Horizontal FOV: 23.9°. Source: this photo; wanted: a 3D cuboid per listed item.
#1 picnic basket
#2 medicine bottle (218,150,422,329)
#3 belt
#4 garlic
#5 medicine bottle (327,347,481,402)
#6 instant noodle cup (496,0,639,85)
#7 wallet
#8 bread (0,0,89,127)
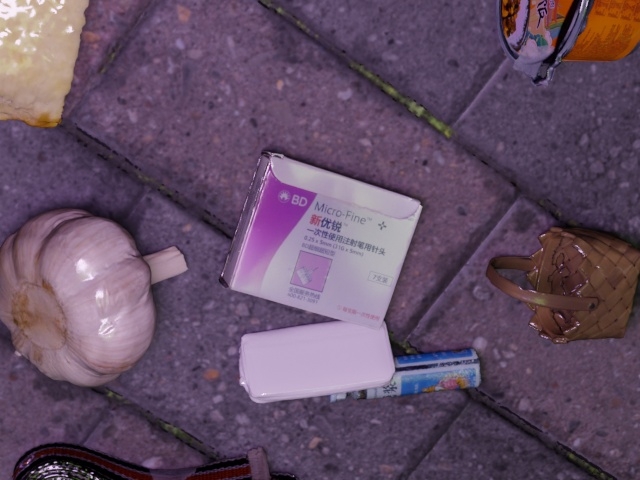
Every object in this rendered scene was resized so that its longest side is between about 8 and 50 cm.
[{"bbox_3d":[0.283,0.054,1.811,0.178,0.128,0.138,1,109,-28],"label":"picnic basket"},{"bbox_3d":[0.000,0.000,1.781,0.201,0.052,0.171,17,99,-16],"label":"medicine bottle"},{"bbox_3d":[-0.199,0.317,1.854,0.359,0.094,0.126,7,110,-11],"label":"belt"},{"bbox_3d":[-0.248,0.052,1.727,0.212,0.218,0.218,-25,120,-44],"label":"garlic"},{"bbox_3d":[0.102,0.167,1.869,0.191,0.051,0.051,-5,111,-6],"label":"medicine bottle"},{"bbox_3d":[0.295,-0.270,1.679,0.125,0.177,0.208,5,97,-25],"label":"instant noodle cup"},{"bbox_3d":[-0.007,0.145,1.827,0.190,0.095,0.033,-9,151,-8],"label":"wallet"},{"bbox_3d":[-0.431,-0.259,1.560,0.375,0.165,0.236,13,104,-13],"label":"bread"}]
